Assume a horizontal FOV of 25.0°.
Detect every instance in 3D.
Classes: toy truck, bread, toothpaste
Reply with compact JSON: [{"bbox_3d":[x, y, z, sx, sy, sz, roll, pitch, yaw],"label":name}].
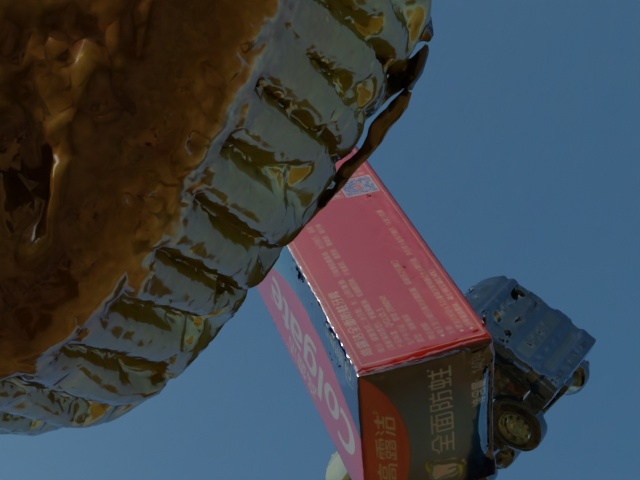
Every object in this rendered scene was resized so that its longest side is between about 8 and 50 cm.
[{"bbox_3d":[0.071,0.103,0.811,0.088,0.074,0.201,42,-45,9],"label":"toy truck"},{"bbox_3d":[-0.097,-0.069,0.441,0.227,0.142,0.253,36,-95,21],"label":"bread"},{"bbox_3d":[0.000,0.001,0.729,0.066,0.320,0.076,-12,-58,-12],"label":"toothpaste"}]
